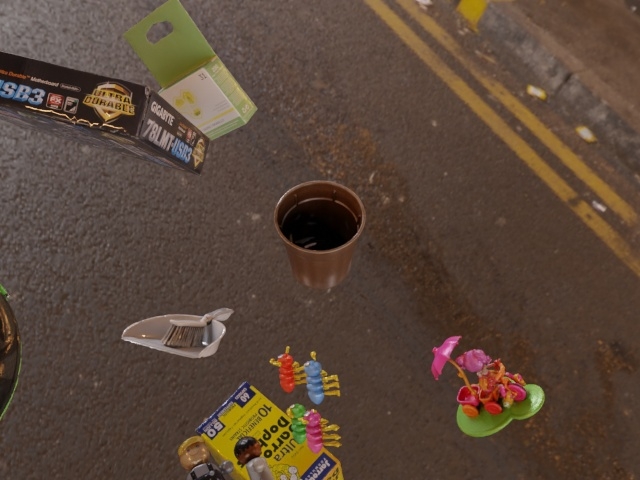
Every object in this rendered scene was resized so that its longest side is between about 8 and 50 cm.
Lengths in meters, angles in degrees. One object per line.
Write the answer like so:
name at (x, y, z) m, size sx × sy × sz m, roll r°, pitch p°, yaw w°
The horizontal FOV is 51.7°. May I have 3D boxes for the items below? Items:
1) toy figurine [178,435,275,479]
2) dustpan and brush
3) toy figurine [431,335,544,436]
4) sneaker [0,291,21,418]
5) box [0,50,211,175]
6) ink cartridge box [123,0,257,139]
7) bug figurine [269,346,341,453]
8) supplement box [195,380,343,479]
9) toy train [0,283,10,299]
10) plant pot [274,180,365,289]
toy figurine at (-0.190, 0.433, 1.129) m, size 0.213 × 0.209 × 0.148 m, roll 14°, pitch 33°, yaw -48°
dustpan and brush at (-0.201, 0.141, 1.078) m, size 0.147 × 0.060 × 0.211 m, roll 10°, pitch -1°, yaw 22°
toy figurine at (0.266, 0.233, 1.127) m, size 0.159 × 0.173 × 0.130 m, roll 50°, pitch 48°, yaw -19°
sneaker at (-0.589, 0.242, 1.033) m, size 0.185 × 0.202 × 0.483 m, roll 7°, pitch 48°, yaw -17°
box at (-0.326, -0.173, 0.893) m, size 0.293 × 0.295 × 0.073 m, roll 14°, pitch 89°, yaw 5°
ink cartridge box at (-0.246, -0.289, 1.180) m, size 0.235 × 0.171 × 0.056 m, roll 52°, pitch 46°, yaw -25°
bug figurine at (-0.035, 0.342, 1.425) m, size 0.072 × 0.279 × 0.216 m, roll -8°, pitch 87°, yaw -21°
supplement box at (-0.134, 0.588, 1.782) m, size 0.356 × 0.195 × 0.194 m, roll 33°, pitch 62°, yaw 28°
toy train at (-0.769, 0.112, 1.571) m, size 0.023 × 0.017 × 0.083 m, roll -41°, pitch 77°, yaw -16°
plant pot at (0.000, 0.000, 1.269) m, size 0.167 × 0.165 × 0.167 m, roll -1°, pitch 55°, yaw 1°
